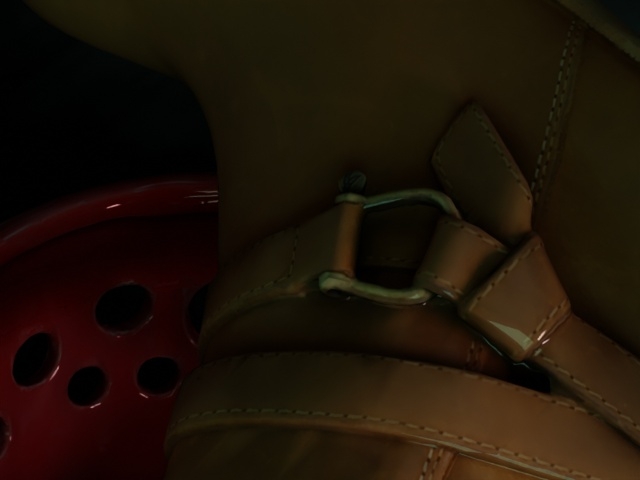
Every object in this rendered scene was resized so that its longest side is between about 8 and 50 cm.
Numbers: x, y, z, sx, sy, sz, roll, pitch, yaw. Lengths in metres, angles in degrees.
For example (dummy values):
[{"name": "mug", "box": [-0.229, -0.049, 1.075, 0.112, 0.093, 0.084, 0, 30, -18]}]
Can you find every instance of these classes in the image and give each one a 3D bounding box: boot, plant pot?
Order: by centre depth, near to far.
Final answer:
[{"name": "boot", "box": [0.000, 0.000, 0.472, 0.283, 0.220, 0.109, 18, 152, 15]}, {"name": "plant pot", "box": [-0.036, 0.097, 0.578, 0.191, 0.191, 0.174, 2, 123, -1]}]
